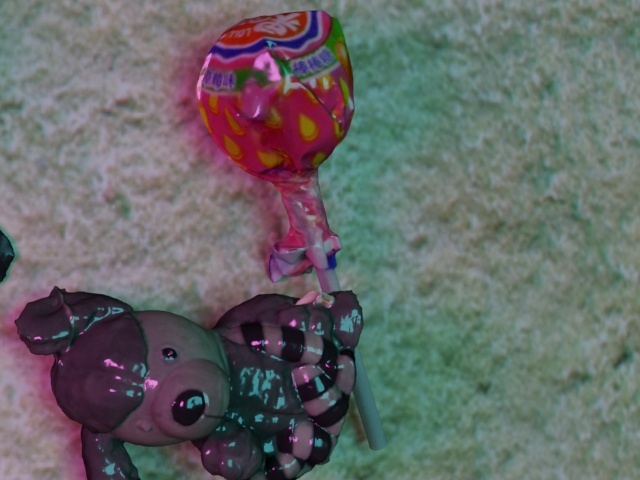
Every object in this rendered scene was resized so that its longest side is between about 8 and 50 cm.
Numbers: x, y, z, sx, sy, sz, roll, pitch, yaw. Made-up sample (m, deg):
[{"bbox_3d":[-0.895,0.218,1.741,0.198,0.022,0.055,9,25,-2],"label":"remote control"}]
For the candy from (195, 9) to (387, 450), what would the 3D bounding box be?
[{"bbox_3d":[0.000,0.000,1.524,0.124,0.124,0.365,-30,114,-31],"label":"candy"}]

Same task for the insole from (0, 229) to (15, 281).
[{"bbox_3d":[-0.290,-0.030,1.376,0.188,0.004,0.064,41,68,-27],"label":"insole"}]

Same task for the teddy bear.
[{"bbox_3d":[-0.094,0.124,1.430,0.251,0.144,0.171,-5,106,-32],"label":"teddy bear"}]
